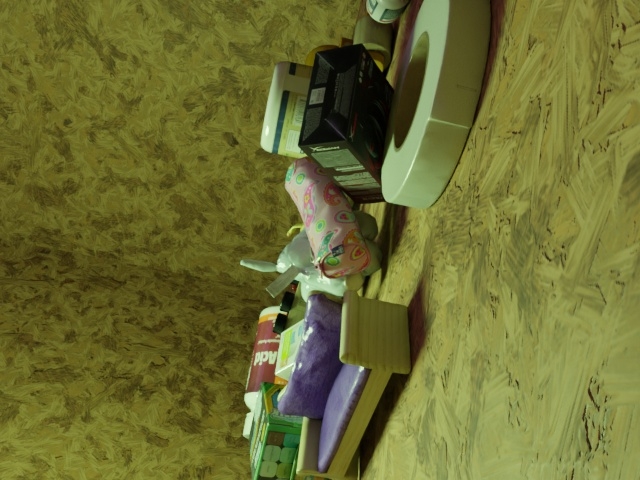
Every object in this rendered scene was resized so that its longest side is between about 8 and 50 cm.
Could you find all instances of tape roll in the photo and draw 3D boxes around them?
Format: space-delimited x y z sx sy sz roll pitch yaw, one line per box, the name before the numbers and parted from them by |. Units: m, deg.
tape roll | 0.187 -0.247 1.163 0.392 0.071 0.392 -168 90 -85

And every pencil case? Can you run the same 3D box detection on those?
pencil case | 0.010 -0.050 1.429 0.124 0.124 0.284 107 151 -47

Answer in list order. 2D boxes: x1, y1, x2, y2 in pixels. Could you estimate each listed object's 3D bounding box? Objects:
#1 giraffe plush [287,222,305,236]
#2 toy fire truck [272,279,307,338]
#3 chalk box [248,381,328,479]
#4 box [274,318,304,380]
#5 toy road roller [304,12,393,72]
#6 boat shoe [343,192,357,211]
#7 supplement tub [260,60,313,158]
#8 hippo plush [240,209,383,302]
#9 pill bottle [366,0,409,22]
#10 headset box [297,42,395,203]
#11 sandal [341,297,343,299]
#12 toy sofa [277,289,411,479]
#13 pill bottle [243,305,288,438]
giraffe plush | 0.028 0.010 1.850 0.181 0.210 0.170 -42 42 3
toy fire truck | -0.027 0.196 1.922 0.246 0.158 0.217 92 -165 -79
chalk box | -0.067 0.495 1.640 0.289 0.179 0.180 -122 43 -72
box | 0.003 0.235 1.499 0.203 0.103 0.114 -36 34 41
toy road roller | 0.073 -0.537 2.071 0.330 0.240 0.203 110 170 -58
boat shoe | 0.073 -0.069 2.006 0.080 0.073 0.224 25 102 60
supplement tub | 0.024 -0.304 1.680 0.228 0.316 0.229 -168 90 -85
hippo plush | 0.026 0.085 1.553 0.294 0.234 0.237 -39 -36 -13
pill bottle | 0.191 -0.670 1.831 0.180 0.107 0.108 180 101 -84
headset box | 0.085 -0.221 1.382 0.293 0.110 0.218 40 -126 -53
sandal | 0.045 0.223 1.746 0.097 0.054 0.255 0 77 56
toy sofa | 0.026 0.266 1.204 0.150 0.177 0.363 -84 9 -51
pill bottle | -0.112 0.420 2.085 0.224 0.223 0.392 112 168 -64
